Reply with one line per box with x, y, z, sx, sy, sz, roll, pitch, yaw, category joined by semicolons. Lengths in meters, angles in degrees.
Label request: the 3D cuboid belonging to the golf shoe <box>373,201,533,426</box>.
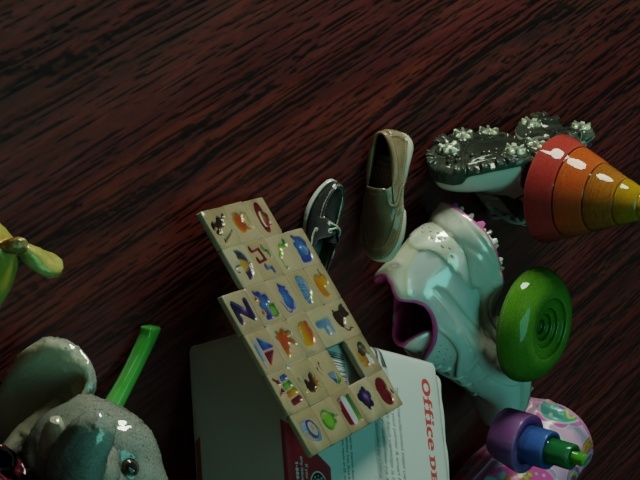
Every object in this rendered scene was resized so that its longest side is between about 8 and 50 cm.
0.141;0.103;1.776;0.140;0.115;0.306;-35;127;-20;golf shoe

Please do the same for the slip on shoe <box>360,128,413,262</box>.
0.063;-0.046;1.654;0.041;0.051;0.135;11;91;-57;slip on shoe

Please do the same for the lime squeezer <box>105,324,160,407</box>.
-0.206;0.228;1.435;0.110;0.058;0.310;-21;121;-80;lime squeezer

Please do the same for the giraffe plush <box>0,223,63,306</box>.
-0.280;0.019;1.163;0.181;0.170;0.210;-33;126;-40;giraffe plush

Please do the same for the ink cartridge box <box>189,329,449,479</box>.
0.006;0.204;1.568;0.273;0.114;0.197;18;61;-51;ink cartridge box

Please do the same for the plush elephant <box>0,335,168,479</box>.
-0.212;0.220;1.243;0.255;0.272;0.330;-54;173;-9;plush elephant

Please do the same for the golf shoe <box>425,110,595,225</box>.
0.212;-0.067;1.792;0.273;0.105;0.120;-12;117;-48;golf shoe

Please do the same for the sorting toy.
0.274;0.076;1.719;0.127;0.126;0.366;8;94;-53;sorting toy

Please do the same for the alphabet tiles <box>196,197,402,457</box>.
-0.025;0.069;1.477;0.237;0.009;0.198;60;27;7;alphabet tiles

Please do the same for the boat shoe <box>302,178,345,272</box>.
0.000;0.000;1.604;0.046;0.038;0.125;38;72;-49;boat shoe

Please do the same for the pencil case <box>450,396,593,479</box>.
0.201;0.305;1.891;0.284;0.124;0.124;-43;132;-32;pencil case
